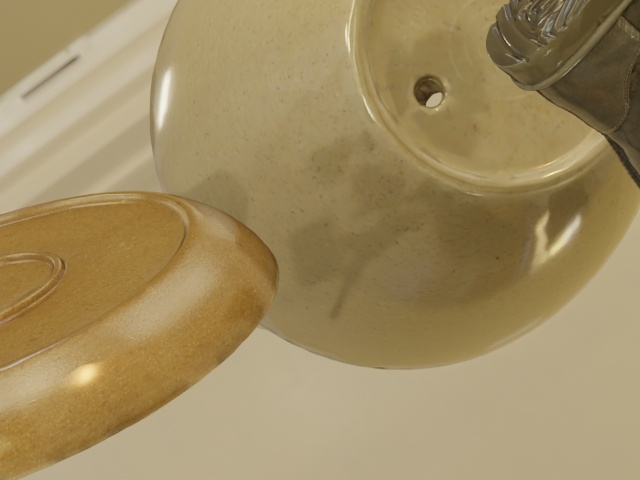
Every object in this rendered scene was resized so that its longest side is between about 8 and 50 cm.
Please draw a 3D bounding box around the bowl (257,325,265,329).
[{"bbox_3d":[0.000,0.000,1.199,0.053,0.142,0.142,36,-26,6],"label":"bowl"}]

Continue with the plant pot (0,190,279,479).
[{"bbox_3d":[-0.133,0.033,0.661,0.236,0.236,0.032,-124,-164,-70],"label":"plant pot"}]

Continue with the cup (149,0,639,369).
[{"bbox_3d":[0.074,-0.091,1.004,0.331,0.331,0.237,54,-12,-2],"label":"cup"}]

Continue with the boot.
[{"bbox_3d":[0.196,-0.082,0.737,0.208,0.189,0.076,35,25,-28],"label":"boot"}]
